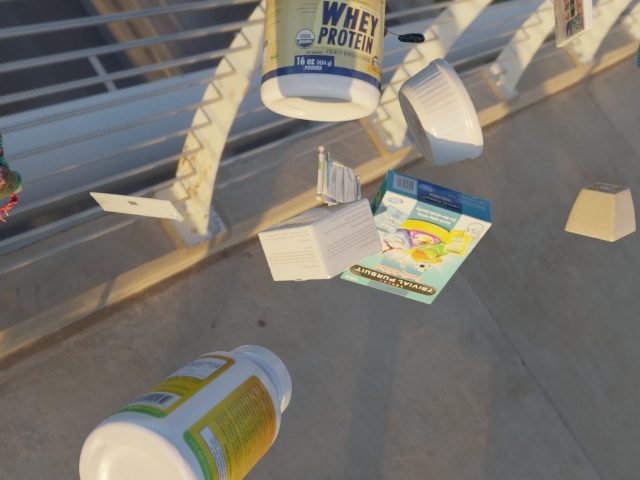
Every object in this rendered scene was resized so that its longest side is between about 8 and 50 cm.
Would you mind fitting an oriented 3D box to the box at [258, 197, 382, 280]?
[{"bbox_3d":[0.000,0.000,1.342,0.182,0.181,0.119,-26,103,-40],"label":"box"}]

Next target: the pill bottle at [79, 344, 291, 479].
[{"bbox_3d":[-0.126,0.204,0.684,0.136,0.136,0.246,54,24,4],"label":"pill bottle"}]

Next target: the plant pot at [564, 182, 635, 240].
[{"bbox_3d":[0.603,-0.067,1.338,0.109,0.109,0.096,-17,114,-37],"label":"plant pot"}]

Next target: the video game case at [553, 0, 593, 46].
[{"bbox_3d":[0.478,-0.464,1.190,0.019,0.143,0.157,-5,94,0],"label":"video game case"}]

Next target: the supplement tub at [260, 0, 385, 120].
[{"bbox_3d":[0.007,-0.404,1.186,0.228,0.228,0.316,4,87,-31],"label":"supplement tub"}]

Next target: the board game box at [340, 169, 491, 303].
[{"bbox_3d":[0.222,0.004,1.526,0.254,0.336,0.079,17,48,-7],"label":"board game box"}]

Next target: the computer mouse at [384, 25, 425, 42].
[{"bbox_3d":[0.221,-0.659,2.014,0.242,0.041,0.071,21,49,25],"label":"computer mouse"}]

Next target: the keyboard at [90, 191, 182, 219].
[{"bbox_3d":[-0.476,-0.091,1.606,0.072,0.256,0.014,69,36,-48],"label":"keyboard"}]

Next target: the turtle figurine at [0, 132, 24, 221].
[{"bbox_3d":[-0.577,-0.117,1.049,0.118,0.234,0.175,30,93,12],"label":"turtle figurine"}]

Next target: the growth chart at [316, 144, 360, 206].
[{"bbox_3d":[0.055,-0.138,1.708,0.237,0.021,0.171,27,65,-54],"label":"growth chart"}]

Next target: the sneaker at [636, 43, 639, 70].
[{"bbox_3d":[0.656,-0.403,1.114,0.092,0.228,0.087,8,51,2],"label":"sneaker"}]

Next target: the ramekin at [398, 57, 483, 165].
[{"bbox_3d":[0.301,-0.316,1.608,0.127,0.273,0.272,-25,78,2],"label":"ramekin"}]
